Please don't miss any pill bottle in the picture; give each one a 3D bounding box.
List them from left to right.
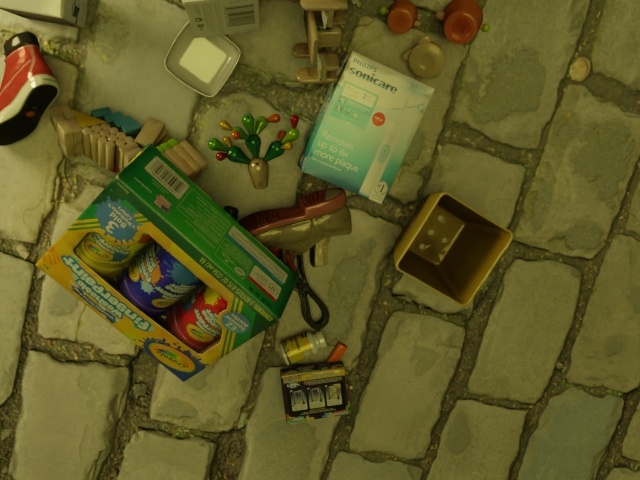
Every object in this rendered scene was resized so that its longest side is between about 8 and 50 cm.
[{"bbox_3d":[-0.044,0.278,1.579,0.116,0.065,0.065,-21,106,-3],"label":"pill bottle"}]

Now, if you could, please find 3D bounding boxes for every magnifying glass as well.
[{"bbox_3d":[0.001,0.377,1.634,0.092,0.026,0.231,30,101,-14],"label":"magnifying glass"}]

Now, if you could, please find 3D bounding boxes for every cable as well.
[{"bbox_3d":[-0.065,0.102,1.551,0.139,0.072,0.287,-49,118,-11],"label":"cable"}]

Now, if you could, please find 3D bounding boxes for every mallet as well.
[{"bbox_3d":[-0.293,-0.078,1.470,0.190,0.039,0.062,21,102,-8],"label":"mallet"}]

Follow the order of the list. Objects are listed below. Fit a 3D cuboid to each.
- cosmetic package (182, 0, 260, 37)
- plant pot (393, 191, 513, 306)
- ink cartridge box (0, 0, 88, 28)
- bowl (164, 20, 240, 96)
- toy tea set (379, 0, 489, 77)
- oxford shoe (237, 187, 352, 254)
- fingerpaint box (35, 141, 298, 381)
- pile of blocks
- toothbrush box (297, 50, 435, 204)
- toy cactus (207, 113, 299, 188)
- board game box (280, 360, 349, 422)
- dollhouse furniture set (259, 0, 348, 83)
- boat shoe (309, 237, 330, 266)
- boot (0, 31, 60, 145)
[{"bbox_3d":[-0.216,-0.552,1.265,0.152,0.151,0.183,-9,81,-5],"label":"cosmetic package"},{"bbox_3d":[0.302,0.003,1.490,0.212,0.187,0.212,29,98,-14],"label":"plant pot"},{"bbox_3d":[-0.574,-0.498,1.238,0.140,0.190,0.082,8,103,-9],"label":"ink cartridge box"},{"bbox_3d":[-0.269,-0.414,1.373,0.142,0.053,0.142,33,98,-15],"label":"bowl"},{"bbox_3d":[0.231,-0.555,1.393,0.200,0.124,0.336,-28,113,31],"label":"toy tea set"},{"bbox_3d":[-0.090,-0.010,1.430,0.348,0.123,0.130,-18,114,4],"label":"oxford shoe"},{"bbox_3d":[-0.344,0.071,1.355,0.445,0.163,0.371,44,125,-16],"label":"fingerpaint box"},{"bbox_3d":[-0.442,-0.207,1.392,0.362,0.149,0.112,25,143,-4],"label":"pile of blocks"},{"bbox_3d":[0.102,-0.265,1.425,0.216,0.126,0.295,22,99,-13],"label":"toothbrush box"},{"bbox_3d":[-0.149,-0.209,1.428,0.219,0.112,0.180,-14,116,-13],"label":"toy cactus"},{"bbox_3d":[-0.015,0.403,1.602,0.170,0.048,0.141,-6,104,-5],"label":"board game box"},{"bbox_3d":[-0.049,-0.491,1.288,0.161,0.212,0.242,-5,64,-8],"label":"dollhouse furniture set"},{"bbox_3d":[0.000,0.000,1.524,0.045,0.050,0.135,-2,105,-23],"label":"boat shoe"},{"bbox_3d":[-0.682,-0.337,1.332,0.244,0.088,0.176,-36,72,26],"label":"boot"}]
